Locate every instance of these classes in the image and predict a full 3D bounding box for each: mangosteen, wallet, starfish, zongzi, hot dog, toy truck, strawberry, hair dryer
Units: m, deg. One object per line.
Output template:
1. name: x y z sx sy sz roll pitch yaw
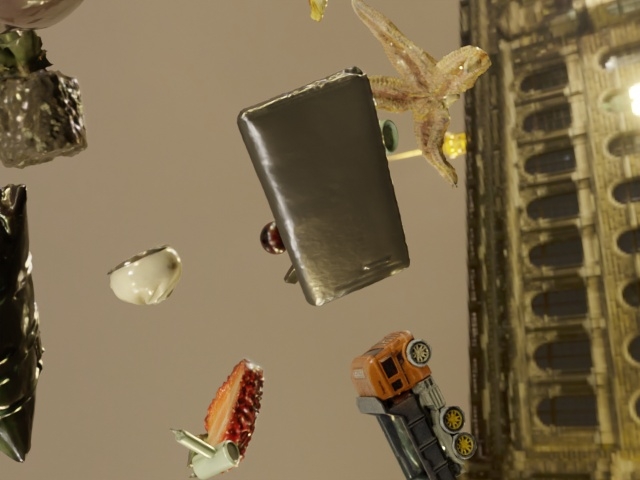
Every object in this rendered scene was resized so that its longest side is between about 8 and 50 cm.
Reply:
1. mangosteen: -0.104 -0.005 1.692 0.081 0.081 0.081 27 -121 -56
2. wallet: 0.012 -0.040 0.703 0.025 0.124 0.244 -116 6 -52
3. starfish: 0.185 -0.280 1.406 0.383 0.398 0.132 16 -114 -12
4. zongzi: -0.586 0.119 1.024 0.362 0.319 0.384 -16 -45 -30
5. hot dog: -0.003 -0.570 1.583 0.078 0.061 0.169 -84 13 -55
6. toy truck: 0.111 0.211 0.869 0.092 0.083 0.192 -25 -92 -22
7. strawberry: -0.189 0.403 1.569 0.106 0.286 0.188 25 -167 -21
8. hair dryer: -0.174 0.294 1.005 0.124 0.063 0.038 47 -159 -40

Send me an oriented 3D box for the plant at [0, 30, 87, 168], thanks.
1. plant: -0.675 -0.334 1.647 0.213 0.215 0.312 -39 -70 -87

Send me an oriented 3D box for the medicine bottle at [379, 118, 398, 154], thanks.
1. medicine bottle: 0.021 -0.163 1.327 0.079 0.258 0.124 8 -100 -53

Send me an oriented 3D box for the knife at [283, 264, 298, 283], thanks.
1. knife: 0.000 0.000 0.909 0.060 0.230 0.028 -21 -113 -34

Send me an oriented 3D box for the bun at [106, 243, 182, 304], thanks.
1. bun: -0.398 0.090 1.664 0.120 0.172 0.173 62 -150 -1

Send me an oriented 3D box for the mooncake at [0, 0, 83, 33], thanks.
1. mooncake: -0.353 -0.334 0.749 0.133 0.244 0.245 -81 -27 -70
